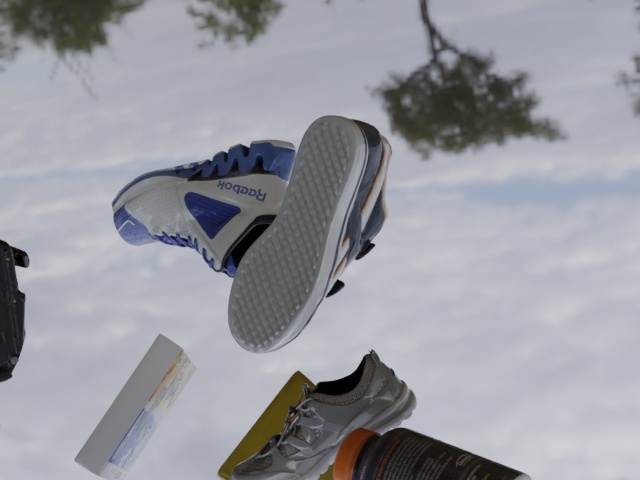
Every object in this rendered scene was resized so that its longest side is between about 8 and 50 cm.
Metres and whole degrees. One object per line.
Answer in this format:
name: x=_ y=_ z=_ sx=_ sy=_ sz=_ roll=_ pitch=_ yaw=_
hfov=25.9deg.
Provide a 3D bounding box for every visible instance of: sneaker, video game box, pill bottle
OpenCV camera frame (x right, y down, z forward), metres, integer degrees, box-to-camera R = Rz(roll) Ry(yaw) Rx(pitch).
sneaker: x=-0.012 y=0.250 z=1.922 sx=0.281 sy=0.115 sz=0.105 roll=-33 pitch=-164 yaw=-4
sneaker: x=-0.166 y=-0.018 z=2.031 sx=0.315 sy=0.182 sz=0.127 roll=-19 pitch=158 yaw=30
sneaker: x=0.000 y=0.000 z=1.743 sx=0.126 sy=0.321 sz=0.127 roll=36 pitch=-162 yaw=29
video game box: x=-0.252 y=0.238 z=1.929 sx=0.205 sy=0.048 sz=0.187 roll=-57 pitch=174 yaw=-10
pill bottle: x=0.137 y=0.316 z=1.765 sx=0.245 sy=0.130 sz=0.130 roll=18 pitch=-153 yaw=32

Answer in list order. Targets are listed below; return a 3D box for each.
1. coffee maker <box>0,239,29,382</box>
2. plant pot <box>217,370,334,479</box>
coffee maker: x=-0.341 y=0.059 z=1.186 sx=0.120 sy=0.171 sz=0.178 roll=10 pitch=-172 yaw=-40
plant pot: x=-0.013 y=0.375 z=2.259 sx=0.187 sy=0.212 sz=0.212 roll=33 pitch=-106 yaw=22
